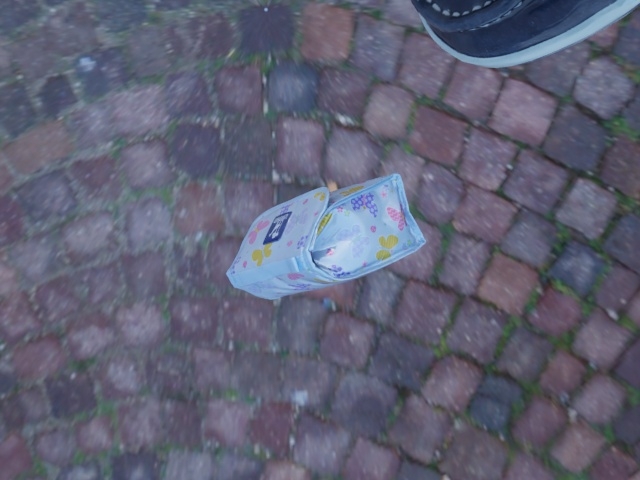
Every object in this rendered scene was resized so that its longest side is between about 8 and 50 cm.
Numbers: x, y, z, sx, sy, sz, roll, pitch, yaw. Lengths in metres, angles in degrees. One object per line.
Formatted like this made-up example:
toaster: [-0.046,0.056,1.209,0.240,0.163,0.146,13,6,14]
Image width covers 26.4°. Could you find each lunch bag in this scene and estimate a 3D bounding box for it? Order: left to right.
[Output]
lunch bag: [0.000,0.000,0.718,0.083,0.071,0.053,-26,95,-39]

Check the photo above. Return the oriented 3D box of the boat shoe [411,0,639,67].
boat shoe: [0.125,-0.241,0.581,0.156,0.500,0.187,-11,71,-24]
